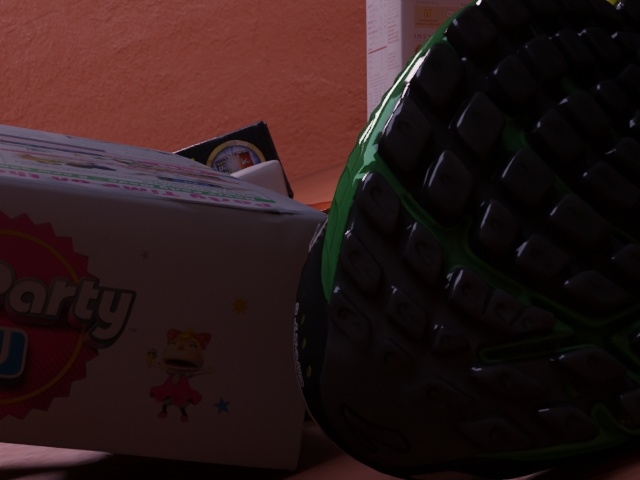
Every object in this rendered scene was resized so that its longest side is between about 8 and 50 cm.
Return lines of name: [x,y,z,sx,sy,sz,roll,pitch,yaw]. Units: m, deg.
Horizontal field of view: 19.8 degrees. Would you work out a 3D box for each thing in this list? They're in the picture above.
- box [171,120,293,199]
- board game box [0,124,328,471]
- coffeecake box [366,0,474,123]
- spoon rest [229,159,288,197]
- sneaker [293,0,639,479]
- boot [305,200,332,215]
box: [-0.132,0.001,1.386,0.216,0.060,0.270,-20,-9,-5]
board game box: [-0.141,0.003,0.745,0.224,0.097,0.303,8,4,-14]
coffeecake box: [0.107,-0.127,1.235,0.142,0.185,0.068,1,-2,-20]
spoon rest: [0.019,0.024,0.827,0.137,0.084,0.276,-22,18,-18]
sneaker: [0.071,-0.006,0.621,0.146,0.134,0.343,-42,1,29]
boot: [0.000,0.000,1.266,0.158,0.059,0.084,-9,4,19]
